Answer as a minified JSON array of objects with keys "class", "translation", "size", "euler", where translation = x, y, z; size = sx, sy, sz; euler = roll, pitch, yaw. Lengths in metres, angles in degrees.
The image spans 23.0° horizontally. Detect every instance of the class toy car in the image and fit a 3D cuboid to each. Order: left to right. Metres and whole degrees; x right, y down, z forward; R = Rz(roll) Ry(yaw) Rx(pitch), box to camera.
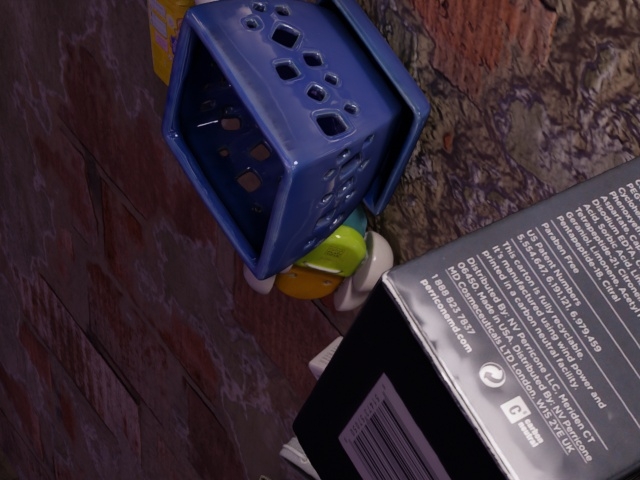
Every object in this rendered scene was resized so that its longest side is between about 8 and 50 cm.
[{"class":"toy car","translation":[0.000,0.000,1.930],"size":[0.182,0.159,0.136],"euler":[132,149,-62]}]

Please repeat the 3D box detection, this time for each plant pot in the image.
[{"class":"plant pot","translation":[-0.023,-0.134,1.752],"size":[0.236,0.212,0.236],"euler":[57,152,22]}]

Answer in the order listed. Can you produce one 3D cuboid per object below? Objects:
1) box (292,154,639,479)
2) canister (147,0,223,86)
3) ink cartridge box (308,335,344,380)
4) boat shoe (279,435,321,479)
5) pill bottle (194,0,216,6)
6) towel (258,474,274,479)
[{"class":"box","translation":[0.218,0.102,1.270],"size":[0.212,0.395,0.293],"euler":[57,153,18]},{"class":"canister","translation":[-0.181,-0.284,2.094],"size":[0.126,0.073,0.170],"euler":[45,148,39]},{"class":"ink cartridge box","translation":[0.134,0.263,1.943],"size":[0.296,0.066,0.261],"euler":[19,143,58]},{"class":"boat shoe","translation":[0.069,0.362,2.010],"size":[0.320,0.103,0.118],"euler":[58,161,-14]},{"class":"pill bottle","translation":[-0.121,-0.354,1.854],"size":[0.131,0.131,0.229],"euler":[20,128,56]},{"class":"towel","translation":[0.071,0.455,2.074],"size":[0.312,0.056,0.324],"euler":[51,-174,34]}]
